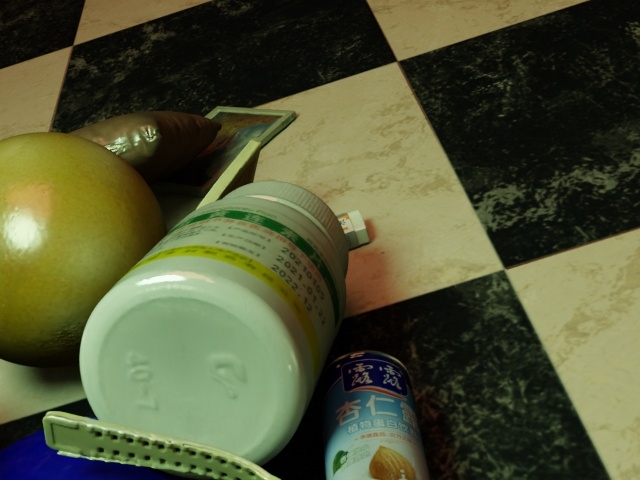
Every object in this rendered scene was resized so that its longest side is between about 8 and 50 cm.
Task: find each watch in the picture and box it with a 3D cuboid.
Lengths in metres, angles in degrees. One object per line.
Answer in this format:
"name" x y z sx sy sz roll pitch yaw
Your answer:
"watch" -0.127 0.245 0.793 0.268 0.102 0.164 13 51 9

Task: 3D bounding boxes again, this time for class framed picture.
"framed picture" -0.179 -0.150 1.605 0.184 0.016 0.250 10 42 39

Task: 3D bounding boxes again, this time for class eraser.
"eraser" 0.000 0.000 1.271 0.122 0.029 0.052 -19 32 1

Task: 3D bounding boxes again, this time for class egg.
"egg" -0.324 0.011 1.174 0.283 0.282 0.351 -32 19 -20

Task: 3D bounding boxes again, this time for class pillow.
"pillow" -0.324 -0.113 1.450 0.308 0.108 0.305 -18 5 13

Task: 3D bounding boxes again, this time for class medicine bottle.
"medicine bottle" -0.083 0.067 0.996 0.208 0.208 0.339 -10 18 15

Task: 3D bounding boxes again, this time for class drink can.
"drink can" 0.051 0.207 0.870 0.097 0.097 0.235 -15 33 7

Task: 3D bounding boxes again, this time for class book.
"book" -0.142 0.001 1.227 0.018 0.170 0.241 23 44 8

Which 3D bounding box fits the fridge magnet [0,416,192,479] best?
"fridge magnet" -0.241 0.273 0.901 0.266 0.112 0.265 -12 34 9
